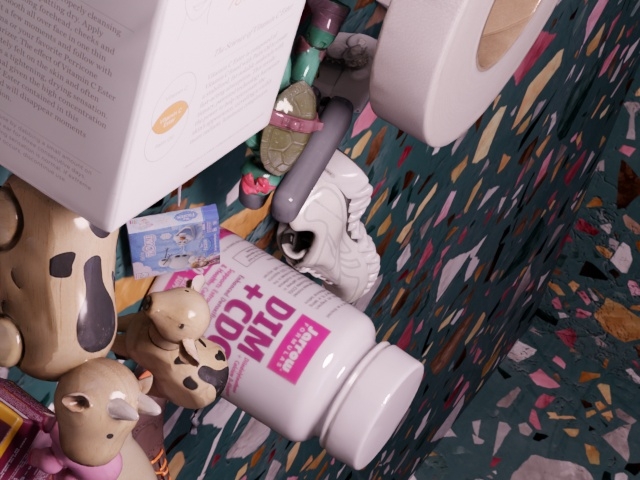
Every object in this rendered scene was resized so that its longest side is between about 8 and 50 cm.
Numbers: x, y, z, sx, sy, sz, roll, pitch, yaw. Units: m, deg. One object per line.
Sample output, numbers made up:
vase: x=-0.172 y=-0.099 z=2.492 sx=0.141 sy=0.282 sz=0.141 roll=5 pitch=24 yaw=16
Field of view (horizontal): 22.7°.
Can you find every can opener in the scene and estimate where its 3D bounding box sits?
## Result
can opener: x=-0.002 y=-0.122 z=1.700 sx=0.093 sy=0.074 sz=0.280 roll=99 pitch=16 yaw=-49

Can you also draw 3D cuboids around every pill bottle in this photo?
pill bottle: x=-0.041 y=0.117 z=1.723 sx=0.160 sy=0.283 sz=0.160 roll=-52 pitch=163 yaw=-23

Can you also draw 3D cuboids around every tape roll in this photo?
tape roll: x=0.180 y=-0.277 z=1.591 sx=0.392 sy=0.072 sz=0.392 roll=-53 pitch=164 yaw=-22

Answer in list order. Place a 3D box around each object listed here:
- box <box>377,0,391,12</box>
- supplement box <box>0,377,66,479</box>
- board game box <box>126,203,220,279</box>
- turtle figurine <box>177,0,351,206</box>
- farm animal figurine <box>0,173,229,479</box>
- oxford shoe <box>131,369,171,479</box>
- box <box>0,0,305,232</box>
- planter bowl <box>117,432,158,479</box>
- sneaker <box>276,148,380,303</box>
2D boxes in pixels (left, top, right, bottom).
box: x=0.144 y=-0.271 z=1.976 sx=0.067 sy=0.063 sz=0.324 roll=-61 pitch=164 yaw=3
supplement box: x=-0.290 y=0.171 z=1.398 sx=0.081 sy=0.104 sz=0.188 roll=-57 pitch=164 yaw=-4
board game box: x=-0.145 y=0.002 z=1.584 sx=0.090 sy=0.020 sz=0.090 roll=-10 pitch=150 yaw=-8
turtle figurine: x=-0.052 y=-0.132 z=1.562 sx=0.175 sy=0.118 sz=0.234 roll=-15 pitch=129 yaw=-68
farm animal figurine: x=-0.185 y=0.078 z=1.226 sx=0.330 sy=0.172 sz=0.326 roll=-39 pitch=124 yaw=-53
oxford shoe: x=-0.201 y=0.253 z=1.830 sx=0.097 sy=0.098 sz=0.271 roll=-41 pitch=157 yaw=-47
box: x=-0.115 y=-0.216 z=1.100 sx=0.215 sy=0.168 sz=0.345 roll=-39 pitch=156 yaw=-49
planter bowl: x=-0.240 y=0.242 z=1.628 sx=0.162 sy=0.162 sz=0.109 roll=-22 pitch=115 yaw=-65
sneaker: x=0.000 y=0.000 z=1.994 sx=0.118 sy=0.110 sz=0.292 roll=-45 pitch=152 yaw=-19
